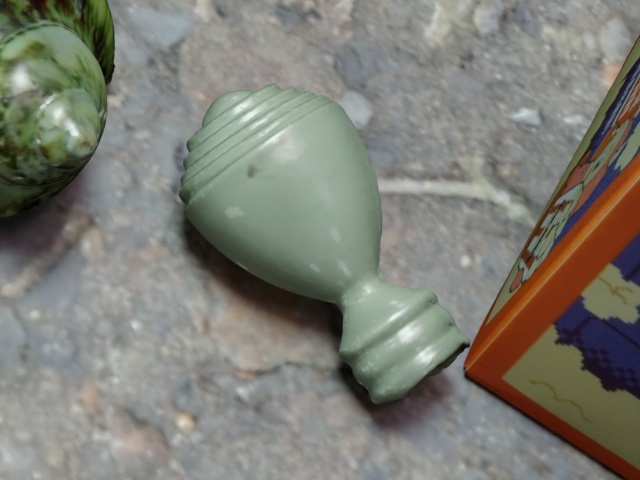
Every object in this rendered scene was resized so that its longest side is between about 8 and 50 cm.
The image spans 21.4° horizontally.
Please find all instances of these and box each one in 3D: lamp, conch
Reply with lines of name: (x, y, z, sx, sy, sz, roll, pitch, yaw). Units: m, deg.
lamp: (0.000, 0.000, 0.925, 0.106, 0.106, 0.193, -33, 86, -33)
conch: (-0.170, -0.100, 0.899, 0.187, 0.124, 0.181, -22, 74, -39)

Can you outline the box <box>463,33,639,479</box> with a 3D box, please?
box: (0.320, -0.017, 0.963, 0.318, 0.257, 0.349, 35, 54, -1)
